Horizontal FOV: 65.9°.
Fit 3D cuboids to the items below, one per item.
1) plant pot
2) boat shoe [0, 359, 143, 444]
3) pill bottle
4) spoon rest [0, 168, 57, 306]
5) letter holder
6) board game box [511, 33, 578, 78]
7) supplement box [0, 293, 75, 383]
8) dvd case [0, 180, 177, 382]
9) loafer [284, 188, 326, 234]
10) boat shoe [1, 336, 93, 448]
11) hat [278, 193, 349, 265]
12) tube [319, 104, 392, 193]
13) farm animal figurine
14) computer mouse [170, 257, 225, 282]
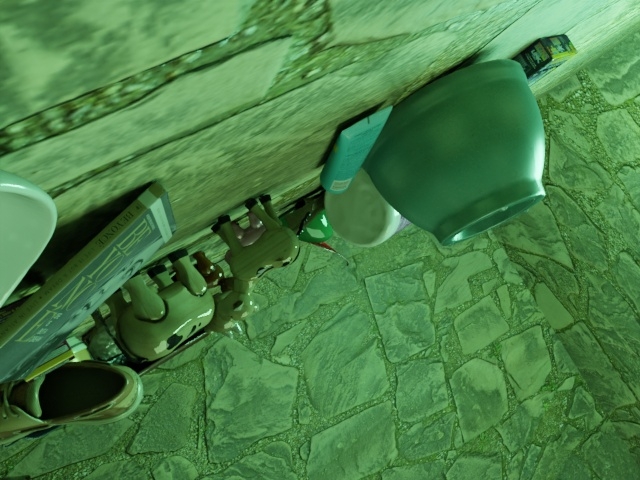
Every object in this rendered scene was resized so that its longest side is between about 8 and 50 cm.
[{"bbox_3d":[0.231,-0.112,0.794,0.293,0.196,0.293,-22,166,-6],"label":"plant pot"},{"bbox_3d":[-0.452,0.242,0.770,0.325,0.123,0.116,-7,155,-19],"label":"boat shoe"},{"bbox_3d":[0.159,-0.110,1.083,0.302,0.169,0.169,-30,178,-45],"label":"pill bottle"},{"bbox_3d":[-0.234,0.048,0.261,0.276,0.084,0.137,-34,178,35],"label":"spoon rest"},{"bbox_3d":[-0.365,0.198,1.189,0.214,0.152,0.302,-35,176,37],"label":"letter holder"},{"bbox_3d":[0.402,-0.332,0.958,0.170,0.048,0.141,-29,175,-46],"label":"board game box"},{"bbox_3d":[-0.321,0.109,0.551,0.055,0.083,0.043,-30,177,-30],"label":"supplement box"},{"bbox_3d":[-0.225,0.047,0.472,0.221,0.018,0.164,-49,-178,-17],"label":"dvd case"},{"bbox_3d":[-0.023,-0.073,1.054,0.056,0.050,0.148,-28,-164,49],"label":"loafer"},{"bbox_3d":[-0.645,0.365,1.099,0.500,0.155,0.187,-31,180,35],"label":"boat shoe"},{"bbox_3d":[0.000,0.000,1.193,0.209,0.183,0.173,-30,177,-39],"label":"hat"},{"bbox_3d":[0.042,-0.127,0.723,0.080,0.052,0.207,-36,174,-17],"label":"tube"},{"bbox_3d":[-0.190,0.092,0.803,0.327,0.172,0.330,-29,177,-37],"label":"farm animal figurine"},{"bbox_3d":[-0.216,0.058,1.010,0.242,0.071,0.041,-34,139,-5],"label":"computer mouse"}]
